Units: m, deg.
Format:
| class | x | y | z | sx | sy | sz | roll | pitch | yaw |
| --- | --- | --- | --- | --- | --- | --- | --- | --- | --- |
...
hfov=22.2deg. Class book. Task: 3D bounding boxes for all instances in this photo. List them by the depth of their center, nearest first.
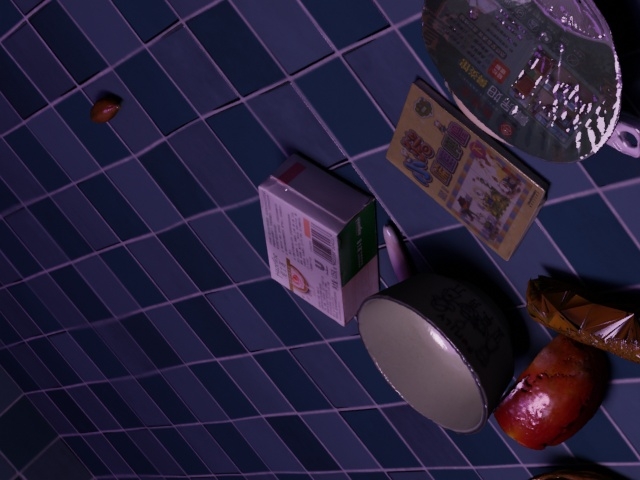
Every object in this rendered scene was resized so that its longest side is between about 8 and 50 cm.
| class | x | y | z | sx | sy | sz | roll | pitch | yaw |
| --- | --- | --- | --- | --- | --- | --- | --- | --- | --- |
| book | 0.162 | -0.076 | 1.839 | 0.192 | 0.013 | 0.168 | 41 | 153 | 12 |

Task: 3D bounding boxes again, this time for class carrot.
| class | x | y | z | sx | sy | sz | roll | pitch | yaw |
| --- | --- | --- | --- | --- | --- | --- | --- | --- | --- |
| carrot | 0.320 | 0.090 | 1.786 | 0.229 | 0.069 | 0.069 | 18 | 142 | 45 |

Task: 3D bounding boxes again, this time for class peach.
| class | x | y | z | sx | sy | sz | roll | pitch | yaw |
| --- | --- | --- | --- | --- | --- | --- | --- | --- | --- |
| peach | 0.283 | 0.180 | 1.932 | 0.092 | 0.127 | 0.172 | 48 | 129 | 15 |

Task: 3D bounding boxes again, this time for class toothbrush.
| class | x | y | z | sx | sy | sz | roll | pitch | yaw |
| --- | --- | --- | --- | --- | --- | --- | --- | --- | --- |
| toothbrush | 0.126 | 0.099 | 2.111 | 0.025 | 0.029 | 0.307 | 27 | 148 | 47 |

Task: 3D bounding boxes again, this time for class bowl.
| class | x | y | z | sx | sy | sz | roll | pitch | yaw |
| --- | --- | --- | --- | --- | --- | --- | --- | --- | --- |
| bowl | 0.157 | 0.122 | 2.000 | 0.211 | 0.112 | 0.211 | 38 | 153 | 24 |

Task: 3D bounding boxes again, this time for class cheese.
| class | x | y | z | sx | sy | sz | roll | pitch | yaw |
| --- | --- | --- | --- | --- | --- | --- | --- | --- | --- |
| cheese | 0.225 | -0.136 | 1.609 | 0.227 | 0.064 | 0.137 | 29 | 152 | 33 |

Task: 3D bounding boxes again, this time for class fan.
| class | x | y | z | sx | sy | sz | roll | pitch | yaw |
| --- | --- | --- | --- | --- | --- | --- | --- | --- | --- |
| fan | 0.220 | -0.179 | 1.514 | 0.294 | 0.012 | 0.223 | -15 | 105 | 48 |

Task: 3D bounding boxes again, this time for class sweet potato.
| class | x | y | z | sx | sy | sz | roll | pitch | yaw |
| --- | --- | --- | --- | --- | --- | --- | --- | --- | --- |
| sweet potato | -0.312 | -0.185 | 2.342 | 0.034 | 0.034 | 0.095 | 52 | 149 | -11 |

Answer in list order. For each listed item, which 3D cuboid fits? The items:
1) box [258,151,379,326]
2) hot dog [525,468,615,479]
| class | x | y | z | sx | sy | sz | roll | pitch | yaw |
| --- | --- | --- | --- | --- | --- | --- | --- | --- | --- |
| box | 0.000 | 0.000 | 2.102 | 0.135 | 0.081 | 0.199 | 33 | 148 | 26 |
| hot dog | 0.364 | 0.383 | 2.075 | 0.259 | 0.114 | 0.175 | 20 | 139 | 38 |
